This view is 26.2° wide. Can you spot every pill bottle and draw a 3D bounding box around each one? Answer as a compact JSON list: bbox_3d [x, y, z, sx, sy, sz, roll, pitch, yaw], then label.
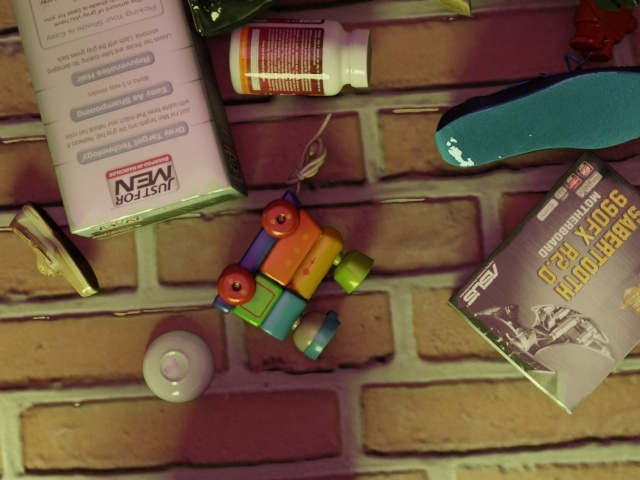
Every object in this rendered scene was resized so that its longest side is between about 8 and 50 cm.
[{"bbox_3d":[-0.021,-0.205,1.536,0.152,0.086,0.086,2,86,7],"label":"pill bottle"}]

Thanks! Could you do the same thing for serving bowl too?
[{"bbox_3d":[-0.163,0.143,1.558,0.083,0.027,0.083,0,87,7],"label":"serving bowl"}]

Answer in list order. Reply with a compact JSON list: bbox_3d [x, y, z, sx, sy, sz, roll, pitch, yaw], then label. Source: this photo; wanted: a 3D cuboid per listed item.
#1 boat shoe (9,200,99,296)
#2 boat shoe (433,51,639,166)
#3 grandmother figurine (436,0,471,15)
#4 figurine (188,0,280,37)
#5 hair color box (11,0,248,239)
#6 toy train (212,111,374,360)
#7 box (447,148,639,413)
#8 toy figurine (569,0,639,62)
[{"bbox_3d":[-0.305,0.017,1.573,0.045,0.050,0.135,-42,73,5],"label":"boat shoe"},{"bbox_3d":[0.250,-0.153,1.493,0.258,0.089,0.109,-6,117,9],"label":"boat shoe"},{"bbox_3d":[0.198,-0.424,1.519,0.208,0.104,0.342,25,90,13],"label":"grandmother figurine"},{"bbox_3d":[-0.054,-0.340,1.525,0.209,0.092,0.215,-13,55,-1],"label":"figurine"},{"bbox_3d":[-0.224,-0.206,1.545,0.185,0.113,0.374,-16,84,5],"label":"hair color box"},{"bbox_3d":[0.000,0.000,1.519,0.143,0.105,0.248,34,90,-3],"label":"toy train"},{"bbox_3d":[0.281,0.045,1.503,0.183,0.056,0.231,43,92,7],"label":"box"},{"bbox_3d":[0.378,-0.264,1.437,0.213,0.209,0.148,20,77,9],"label":"toy figurine"}]
